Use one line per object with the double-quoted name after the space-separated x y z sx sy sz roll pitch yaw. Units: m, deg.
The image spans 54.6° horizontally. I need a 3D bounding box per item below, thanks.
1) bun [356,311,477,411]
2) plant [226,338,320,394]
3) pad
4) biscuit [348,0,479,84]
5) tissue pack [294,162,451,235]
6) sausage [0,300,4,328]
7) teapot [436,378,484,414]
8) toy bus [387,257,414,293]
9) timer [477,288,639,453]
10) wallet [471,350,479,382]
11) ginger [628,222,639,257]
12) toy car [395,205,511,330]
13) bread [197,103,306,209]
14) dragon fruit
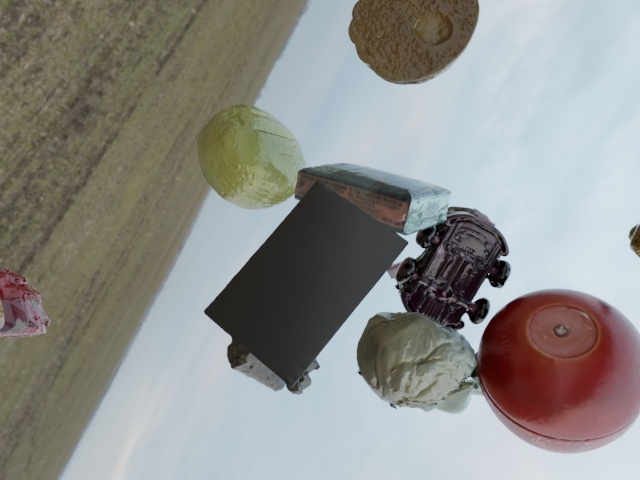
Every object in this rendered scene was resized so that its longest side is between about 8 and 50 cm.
0.206 0.281 1.410 0.205 0.281 0.281 -62 -170 -17 "bun"
-0.128 0.343 1.836 0.199 0.276 0.188 -62 -151 1 "plant"
-0.024 0.061 1.014 0.300 0.202 0.005 -50 159 -11 "pad"
0.157 -0.349 1.017 0.208 0.181 0.049 -32 172 10 "biscuit"
0.126 -0.110 1.487 0.227 0.315 0.103 -17 120 -52 "tissue pack"
-0.630 0.129 0.889 0.328 0.112 0.112 -12 143 -51 "sausage"
0.377 0.423 1.853 0.149 0.219 0.318 -60 152 0 "teapot"
0.366 0.203 2.387 0.112 0.274 0.090 -27 -176 27 "toy bus"
0.556 0.289 1.438 0.279 0.377 0.378 72 28 -46 "timer"
0.552 0.392 1.785 0.055 0.236 0.160 -50 169 -48 "wallet"
0.862 -0.081 1.530 0.118 0.065 0.299 -75 -174 -50 "ginger"
0.352 0.067 1.712 0.341 0.271 0.240 -60 -175 8 "toy car"
-0.185 -0.240 1.777 0.237 0.320 0.321 -20 -145 31 "bread"
-0.688 0.147 1.321 0.189 0.261 0.163 23 -80 39 "dragon fruit"
